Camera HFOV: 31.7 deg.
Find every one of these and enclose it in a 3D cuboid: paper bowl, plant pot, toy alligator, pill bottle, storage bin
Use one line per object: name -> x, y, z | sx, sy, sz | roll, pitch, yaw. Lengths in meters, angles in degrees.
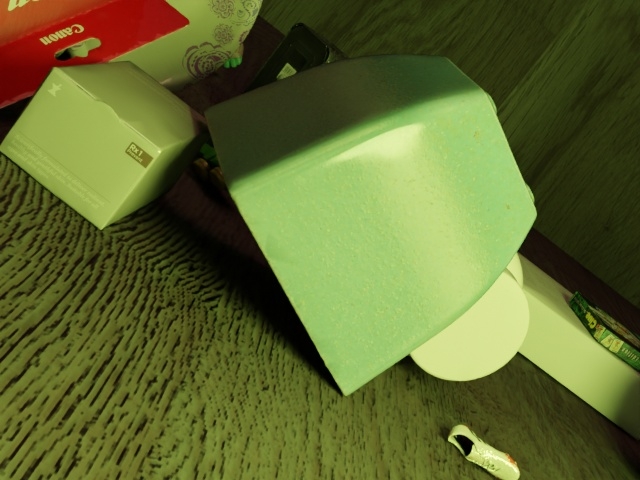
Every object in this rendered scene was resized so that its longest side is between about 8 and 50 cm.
paper bowl -> -0.223, -0.338, 1.445 | 0.284, 0.284, 0.148 | 24, 18, -49
plant pot -> 0.060, -0.052, 1.115 | 0.247, 0.252, 0.248 | 61, 2, -26
toy alligator -> -0.129, -0.092, 1.391 | 0.190, 0.056, 0.051 | 28, -34, 46
pill bottle -> 0.134, 0.028, 1.368 | 0.188, 0.188, 0.334 | 34, 13, -21
storage bin -> -0.038, -0.272, 1.966 | 0.084, 0.180, 0.122 | 23, 20, -47

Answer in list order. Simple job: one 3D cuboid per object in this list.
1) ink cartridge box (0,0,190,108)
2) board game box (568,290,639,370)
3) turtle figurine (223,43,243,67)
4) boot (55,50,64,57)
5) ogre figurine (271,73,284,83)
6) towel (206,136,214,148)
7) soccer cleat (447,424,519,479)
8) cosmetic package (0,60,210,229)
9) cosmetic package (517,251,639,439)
ink cartridge box -> -0.302, -0.300, 1.133 | 0.272, 0.130, 0.309 | 41, 45, 11
board game box -> 0.527, 0.186, 1.858 | 0.260, 0.030, 0.136 | 34, 13, -21
turtle figurine -> -0.233, -0.379, 1.980 | 0.175, 0.118, 0.234 | 44, 8, 26
boot -> -0.399, -0.287, 1.243 | 0.244, 0.088, 0.176 | 35, 10, 25
ogre figurine -> -0.042, -0.165, 1.722 | 0.197, 0.118, 0.097 | 46, 15, 29
towel -> -0.104, -0.102, 1.452 | 0.119, 0.067, 0.029 | 39, 56, -12
soccer cleat -> 0.166, 0.220, 1.155 | 0.083, 0.029, 0.036 | 39, 21, 17
cosmetic package -> -0.200, -0.101, 1.104 | 0.127, 0.107, 0.238 | 39, 15, 1
cosmetic package -> 0.386, 0.140, 1.892 | 0.377, 0.097, 0.284 | 37, 11, -10
